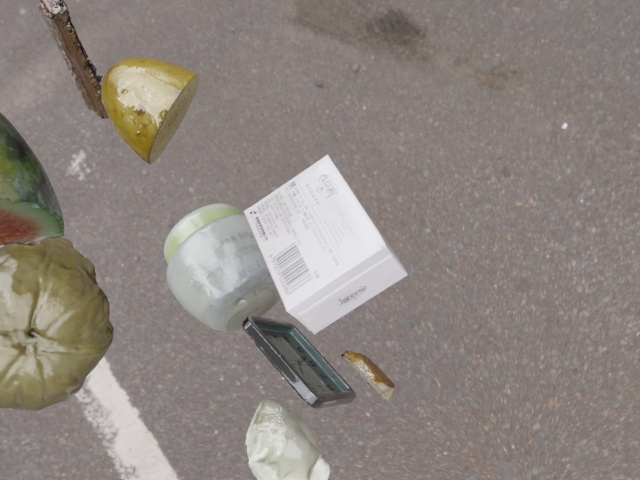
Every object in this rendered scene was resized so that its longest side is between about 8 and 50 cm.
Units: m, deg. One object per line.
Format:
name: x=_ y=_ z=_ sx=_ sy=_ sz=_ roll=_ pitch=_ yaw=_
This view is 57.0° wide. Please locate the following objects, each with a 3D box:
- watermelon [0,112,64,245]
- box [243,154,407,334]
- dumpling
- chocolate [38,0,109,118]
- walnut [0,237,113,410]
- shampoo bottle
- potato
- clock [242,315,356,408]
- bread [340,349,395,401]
watermelon: x=-0.435 y=-0.063 z=0.676 sx=0.232 sy=0.310 sz=0.193 roll=3 pitch=97 yaw=9
box: x=0.001 y=0.002 z=1.093 sx=0.203 sy=0.116 sz=0.274 roll=-34 pitch=48 yaw=6
dumpling: x=-0.090 y=0.487 z=1.372 sx=0.166 sy=0.215 sz=0.126 roll=-37 pitch=21 yaw=-23
chocolate: x=-0.550 y=-0.410 z=1.335 sx=0.065 sy=0.329 sz=0.102 roll=-28 pitch=62 yaw=-14
walnut: x=-0.499 y=0.139 z=1.013 sx=0.253 sy=0.282 sz=0.277 roll=-18 pitch=24 yaw=-26
shampoo bottle: x=-0.264 y=0.078 z=1.660 sx=0.322 sy=0.322 sz=0.317 roll=-41 pitch=62 yaw=-1
potato: x=-0.343 y=-0.269 z=1.130 sx=0.158 sy=0.203 sz=0.178 roll=29 pitch=52 yaw=-5
clock: x=-0.051 y=0.300 z=1.437 sx=0.049 sy=0.279 sz=0.273 roll=-49 pitch=65 yaw=7
bread: x=0.105 y=0.281 z=1.254 sx=0.044 sy=0.126 sz=0.129 roll=-43 pitch=61 yaw=-5
